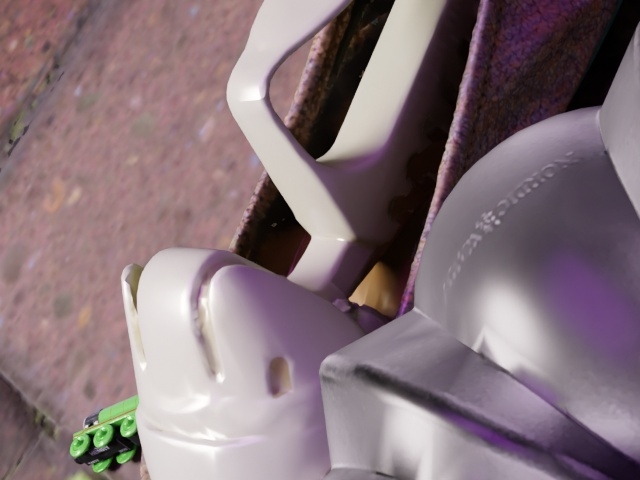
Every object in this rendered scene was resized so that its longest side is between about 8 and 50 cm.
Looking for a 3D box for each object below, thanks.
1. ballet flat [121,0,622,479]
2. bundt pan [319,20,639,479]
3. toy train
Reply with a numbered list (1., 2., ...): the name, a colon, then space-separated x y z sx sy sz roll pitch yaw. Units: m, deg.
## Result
1. ballet flat: 0.000 0.000 0.522 0.108 0.106 0.316 6 70 45
2. bundt pan: 0.112 0.074 0.301 0.331 0.124 0.330 -24 51 32
3. toy train: -0.056 0.060 0.604 0.083 0.017 0.023 -23 42 32
